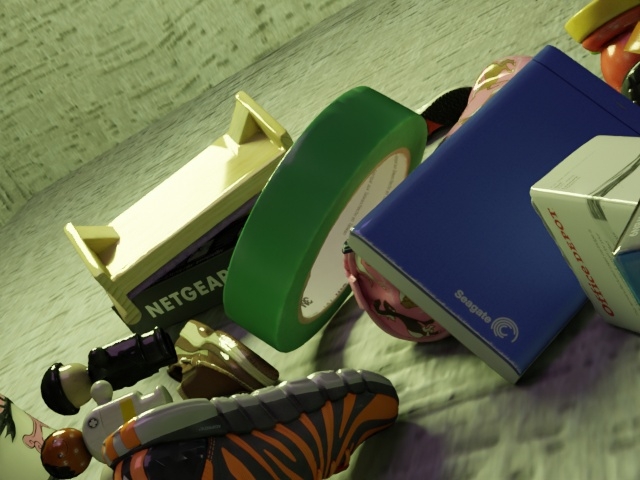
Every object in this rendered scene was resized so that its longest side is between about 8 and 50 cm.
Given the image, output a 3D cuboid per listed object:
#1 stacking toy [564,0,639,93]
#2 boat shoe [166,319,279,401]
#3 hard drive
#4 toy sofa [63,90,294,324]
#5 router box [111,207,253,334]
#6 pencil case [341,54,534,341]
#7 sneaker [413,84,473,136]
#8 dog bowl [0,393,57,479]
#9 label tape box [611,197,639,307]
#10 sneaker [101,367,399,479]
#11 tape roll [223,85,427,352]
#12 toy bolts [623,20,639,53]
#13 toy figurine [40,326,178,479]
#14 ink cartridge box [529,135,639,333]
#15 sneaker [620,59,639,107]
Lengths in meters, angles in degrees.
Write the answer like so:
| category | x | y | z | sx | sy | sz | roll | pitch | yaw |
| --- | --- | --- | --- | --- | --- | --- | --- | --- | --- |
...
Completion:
| category | x | y | z | sx | sy | sz | roll | pitch | yaw |
| --- | --- | --- | --- | --- | --- | --- | --- | --- | --- |
| stacking toy | 0.491 | -0.292 | 1.332 | 0.309 | 0.130 | 0.279 | -29 | -6 | 11 |
| boat shoe | -0.130 | 0.170 | 1.255 | 0.095 | 0.095 | 0.257 | -55 | 17 | -11 |
| hard drive | 0.212 | -0.039 | 1.006 | 0.318 | 0.210 | 0.040 | -43 | -17 | -21 |
| toy sofa | -0.183 | -0.037 | 1.520 | 0.362 | 0.177 | 0.150 | -38 | 45 | -7 |
| router box | -0.170 | 0.018 | 1.663 | 0.309 | 0.081 | 0.243 | -24 | 22 | 28 |
| pencil case | 0.177 | -0.060 | 1.164 | 0.386 | 0.167 | 0.160 | -49 | -14 | -34 |
| sneaker | 0.179 | -0.208 | 1.646 | 0.161 | 0.057 | 0.075 | -36 | 25 | 8 |
| dog bowl | -0.566 | 0.365 | 1.410 | 0.408 | 0.150 | 0.408 | -31 | 20 | 13 |
| label tape box | 0.353 | 0.046 | 0.490 | 0.333 | 0.241 | 0.106 | -13 | 27 | 46 |
| sneaker | -0.031 | 0.225 | 0.886 | 0.321 | 0.180 | 0.124 | -6 | -28 | -41 |
| tape roll | 0.011 | -0.022 | 1.181 | 0.321 | 0.077 | 0.321 | -53 | -15 | -21 |
| toy bolts | 0.358 | -0.100 | 0.900 | 0.218 | 0.158 | 0.228 | 11 | 13 | 3 |
| toy figurine | -0.195 | 0.219 | 1.040 | 0.148 | 0.213 | 0.209 | -23 | 24 | 0 |
| ink cartridge box | 0.292 | 0.004 | 0.807 | 0.092 | 0.160 | 0.219 | -38 | 20 | -12 |
| sneaker | 0.474 | -0.218 | 1.150 | 0.283 | 0.107 | 0.124 | -26 | 11 | 6 |
